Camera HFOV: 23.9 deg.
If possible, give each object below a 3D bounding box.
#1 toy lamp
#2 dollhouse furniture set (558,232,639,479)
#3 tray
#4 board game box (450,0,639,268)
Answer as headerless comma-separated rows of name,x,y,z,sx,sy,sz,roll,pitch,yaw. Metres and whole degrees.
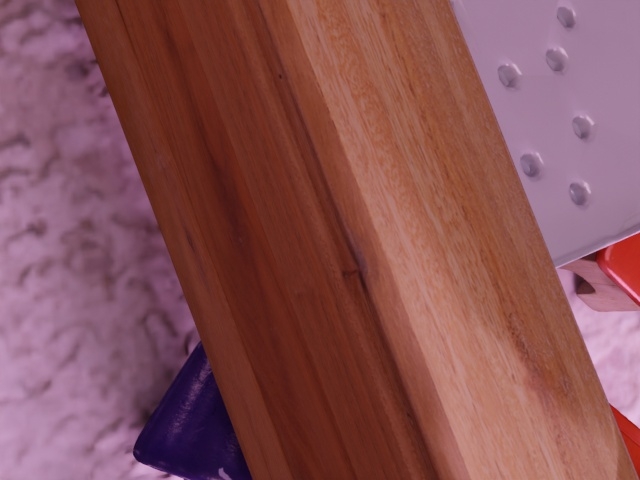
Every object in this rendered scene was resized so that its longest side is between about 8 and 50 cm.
toy lamp,-0.072,0.178,0.684,0.080,0.080,0.274,22,80,-30
dollhouse furniture set,0.176,0.016,0.794,0.262,0.135,0.259,39,73,-27
tray,0.000,0.000,0.584,0.076,0.203,0.411,-20,86,-22
board game box,0.127,-0.208,0.718,0.390,0.050,0.390,-20,87,-39
